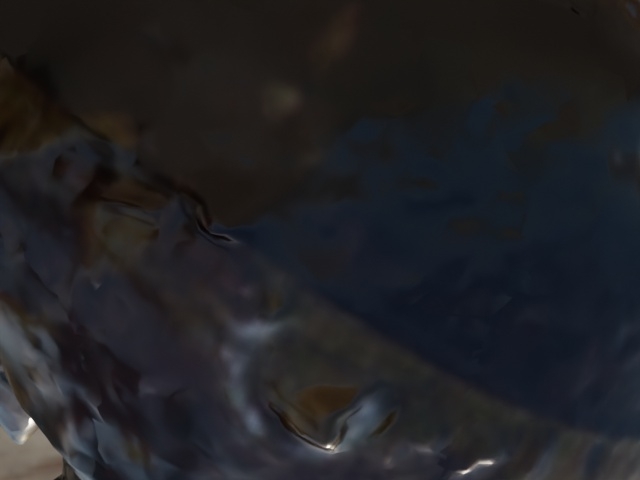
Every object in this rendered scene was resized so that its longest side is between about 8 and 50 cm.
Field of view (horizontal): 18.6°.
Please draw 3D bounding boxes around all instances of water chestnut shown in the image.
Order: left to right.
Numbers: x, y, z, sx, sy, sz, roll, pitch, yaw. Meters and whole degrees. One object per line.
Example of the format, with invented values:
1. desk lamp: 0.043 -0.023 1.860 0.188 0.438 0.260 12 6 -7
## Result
1. water chestnut: 0.000 0.000 0.566 0.300 0.300 0.300 -9 166 -2
